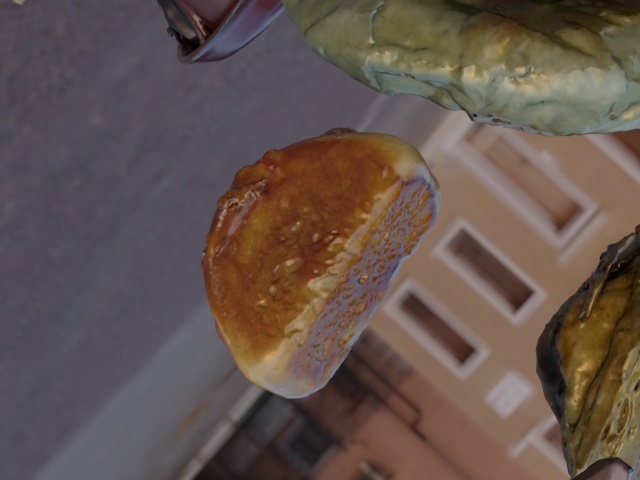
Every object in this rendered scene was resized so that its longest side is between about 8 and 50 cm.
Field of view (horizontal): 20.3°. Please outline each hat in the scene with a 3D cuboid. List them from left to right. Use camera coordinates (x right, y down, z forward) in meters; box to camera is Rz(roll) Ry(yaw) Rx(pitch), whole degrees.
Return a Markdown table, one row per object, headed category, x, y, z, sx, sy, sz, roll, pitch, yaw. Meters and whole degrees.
| category | x | y | z | sx | sy | sz | roll | pitch | yaw |
| --- | --- | --- | --- | --- | --- | --- | --- | --- | --- |
| hat | -0.053 | -0.214 | 1.190 | 0.205 | 0.089 | 0.205 | -49 | -159 | 26 |

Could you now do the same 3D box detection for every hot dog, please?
| category | x | y | z | sx | sy | sz | roll | pitch | yaw |
| --- | --- | --- | --- | --- | --- | --- | --- | --- | --- |
| hot dog | -0.016 | 0.007 | 1.624 | 0.256 | 0.153 | 0.150 | -57 | 149 | -6 |

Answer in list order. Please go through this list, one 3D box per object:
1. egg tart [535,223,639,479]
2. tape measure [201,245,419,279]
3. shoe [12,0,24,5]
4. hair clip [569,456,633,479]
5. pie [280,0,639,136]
| category | x | y | z | sx | sy | sz | roll | pitch | yaw |
| --- | --- | --- | --- | --- | --- | --- | --- | --- | --- |
| egg tart | 0.271 | 0.093 | 1.571 | 0.297 | 0.132 | 0.297 | -44 | 147 | -40 |
| tape measure | -0.004 | 0.000 | 1.900 | 0.196 | 0.178 | 0.105 | -49 | 140 | -11 |
| shoe | -0.266 | -0.242 | 1.455 | 0.072 | 0.069 | 0.109 | -42 | -135 | 46 |
| hair clip | 0.188 | 0.289 | 1.173 | 0.085 | 0.101 | 0.331 | -38 | -161 | 39 |
| pie | 0.112 | -0.141 | 1.020 | 0.306 | 0.306 | 0.071 | -42 | 146 | -52 |
